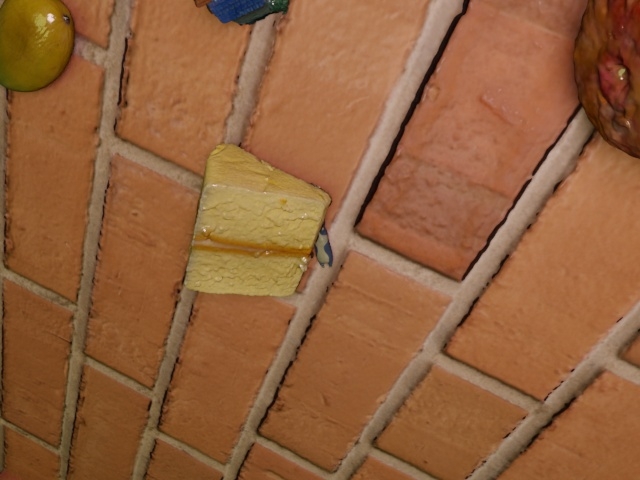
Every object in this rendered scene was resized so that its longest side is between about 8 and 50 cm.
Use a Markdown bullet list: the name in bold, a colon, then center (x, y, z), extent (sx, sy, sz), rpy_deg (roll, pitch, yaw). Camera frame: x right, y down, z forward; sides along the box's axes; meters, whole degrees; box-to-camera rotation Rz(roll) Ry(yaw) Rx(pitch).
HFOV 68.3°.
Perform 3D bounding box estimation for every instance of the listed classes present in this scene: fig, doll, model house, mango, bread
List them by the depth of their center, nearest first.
- **fig**: center (0.501, -0.256, 0.547), extent (0.369, 0.286, 0.286), rpy_deg (-28, 107, -2)
- **model house**: center (-0.137, -0.400, 0.708), extent (0.120, 0.148, 0.148), rpy_deg (-11, 114, 21)
- **mango**: center (-0.547, -0.364, 0.895), extent (0.137, 0.091, 0.237), rpy_deg (46, 126, -2)
- **bread**: center (-0.124, -0.031, 0.920), extent (0.236, 0.198, 0.263), rpy_deg (11, 127, -17)
- **doll**: center (0.000, 0.000, 0.934), extent (0.037, 0.027, 0.125), rpy_deg (-3, 115, 25)
